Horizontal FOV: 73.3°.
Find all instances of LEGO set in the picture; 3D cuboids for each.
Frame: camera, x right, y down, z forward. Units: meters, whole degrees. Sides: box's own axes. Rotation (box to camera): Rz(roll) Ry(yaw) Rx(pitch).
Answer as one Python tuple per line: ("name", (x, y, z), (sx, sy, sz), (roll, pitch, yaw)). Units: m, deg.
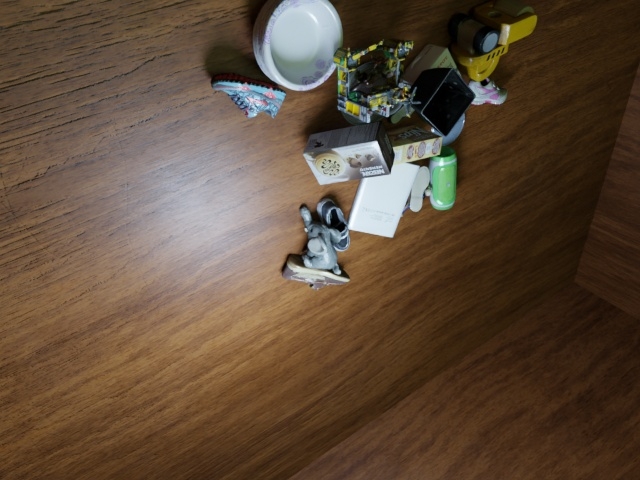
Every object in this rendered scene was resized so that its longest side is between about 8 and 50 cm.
("LEGO set", (0.210, -0.532, 1.432), (0.331, 0.192, 0.255), (-16, 128, -32))

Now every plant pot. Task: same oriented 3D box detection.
("plant pot", (0.435, -0.539, 1.636), (0.187, 0.167, 0.188), (25, 104, -41))

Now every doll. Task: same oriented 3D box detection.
("doll", (0.456, -0.190, 2.084), (0.189, 0.046, 0.129), (-39, 176, 12))

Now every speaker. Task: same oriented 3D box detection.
("speaker", (0.594, -0.299, 2.091), (0.131, 0.131, 0.297), (-28, 131, -18))

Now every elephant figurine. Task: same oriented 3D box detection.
("elephant figurine", (0.000, 0.000, 1.814), (0.185, 0.170, 0.240), (2, 130, -7))

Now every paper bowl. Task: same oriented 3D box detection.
("paper bowl", (-0.080, -0.638, 1.372), (0.284, 0.148, 0.285), (-18, 127, -26))

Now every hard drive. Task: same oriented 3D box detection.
("hard drive", (0.275, -0.198, 1.934), (0.232, 0.047, 0.353), (10, 114, -16))

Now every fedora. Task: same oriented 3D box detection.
("fedora", (0.220, -0.554, 1.658), (0.275, 0.124, 0.244), (-23, 129, -22))

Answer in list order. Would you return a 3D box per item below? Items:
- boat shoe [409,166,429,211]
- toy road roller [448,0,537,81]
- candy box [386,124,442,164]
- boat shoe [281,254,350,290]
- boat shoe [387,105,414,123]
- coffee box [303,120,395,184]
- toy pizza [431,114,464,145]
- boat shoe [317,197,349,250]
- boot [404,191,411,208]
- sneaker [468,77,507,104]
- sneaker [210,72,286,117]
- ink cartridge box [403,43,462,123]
("boat shoe", (0.445, -0.239, 1.971), (0.075, 0.065, 0.206), (9, 106, -1))
("toy road roller", (0.692, -0.820, 1.779), (0.329, 0.203, 0.241), (-29, 143, -11))
("candy box", (0.327, -0.398, 1.795), (0.316, 0.183, 0.088), (-16, 127, -27))
("boat shoe", (-0.021, 0.161, 1.965), (0.341, 0.123, 0.123), (13, 118, -36))
("boat shoe", (0.340, -0.536, 1.814), (0.133, 0.042, 0.049), (-36, 112, -11))
("coffee box", (0.110, -0.323, 1.612), (0.168, 0.296, 0.119), (58, 38, -43))
("toy pizza", (0.585, -0.538, 1.992), (0.201, 0.032, 0.202), (-17, 126, -25))
("boat shoe", (0.077, -0.051, 1.898), (0.108, 0.102, 0.301), (-33, 132, -14))
("boot", (0.354, -0.257, 1.996), (0.248, 0.090, 0.207), (-47, 122, 1))
("sneaker", (0.770, -0.691, 1.975), (0.252, 0.103, 0.111), (-14, 127, -29))
("sneaker", (-0.236, -0.462, 1.409), (0.261, 0.104, 0.125), (2, 119, -36))
("ink cartridge box", (0.475, -0.637, 1.791), (0.198, 0.115, 0.272), (-50, 134, 3))
